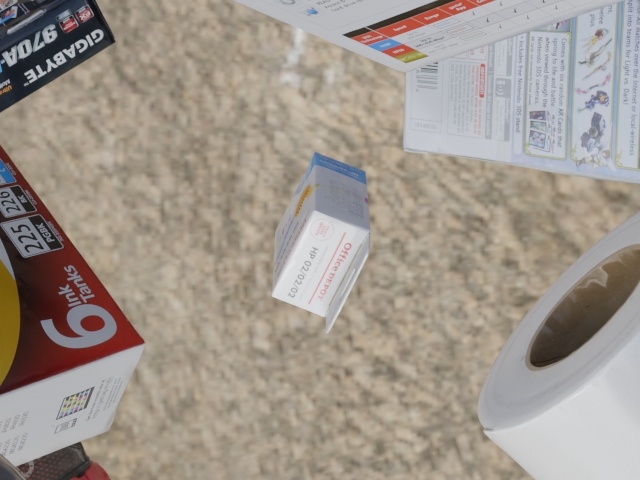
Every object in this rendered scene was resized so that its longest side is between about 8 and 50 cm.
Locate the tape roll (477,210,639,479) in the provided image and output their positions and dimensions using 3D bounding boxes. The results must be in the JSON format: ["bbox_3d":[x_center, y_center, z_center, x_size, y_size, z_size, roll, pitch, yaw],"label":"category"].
[{"bbox_3d":[0.263,0.106,1.173,0.169,0.246,0.246,43,115,-8],"label":"tape roll"}]

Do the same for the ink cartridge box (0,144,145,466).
[{"bbox_3d":[-0.345,0.048,1.236,0.309,0.272,0.130,50,137,23],"label":"ink cartridge box"}]

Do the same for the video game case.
[{"bbox_3d":[0.159,-0.177,0.947,0.244,0.061,0.269,13,105,48],"label":"video game case"}]

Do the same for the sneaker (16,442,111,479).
[{"bbox_3d":[-0.316,0.238,1.406,0.097,0.276,0.135,-22,95,38],"label":"sneaker"}]

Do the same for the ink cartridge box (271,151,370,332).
[{"bbox_3d":[0.000,0.000,1.497,0.061,0.181,0.104,21,114,-11],"label":"ink cartridge box"}]

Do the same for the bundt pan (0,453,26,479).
[{"bbox_3d":[-0.165,0.183,0.486,0.331,0.124,0.331,7,100,44],"label":"bundt pan"}]

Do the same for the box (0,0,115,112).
[{"bbox_3d":[-0.264,-0.153,1.092,0.175,0.051,0.220,-33,38,-10],"label":"box"}]

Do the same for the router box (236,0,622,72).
[{"bbox_3d":[0.040,-0.191,0.656,0.335,0.301,0.082,-12,66,50],"label":"router box"}]
